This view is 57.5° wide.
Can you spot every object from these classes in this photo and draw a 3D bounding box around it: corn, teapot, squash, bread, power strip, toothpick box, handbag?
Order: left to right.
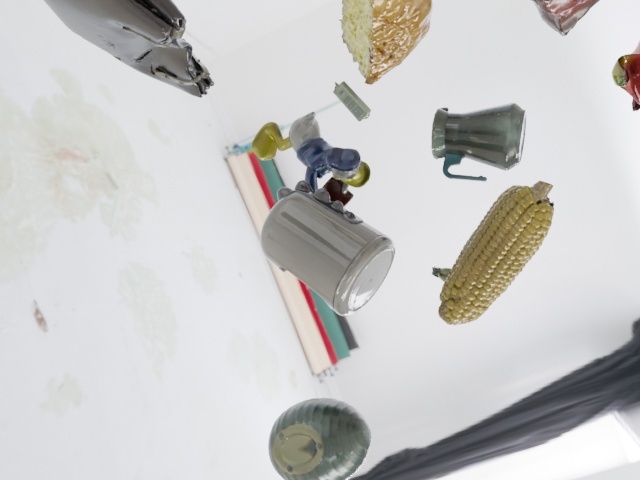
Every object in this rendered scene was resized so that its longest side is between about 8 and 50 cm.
[{"bbox_3d":[-0.300,-0.360,0.899,0.288,0.152,0.342,40,176,2],"label":"handbag"},{"bbox_3d":[0.000,0.000,1.365,0.316,0.229,0.229,35,179,24],"label":"toothpick box"},{"bbox_3d":[0.053,-0.241,1.005,0.083,0.027,0.017,45,-138,-7],"label":"power strip"},{"bbox_3d":[0.104,-0.381,0.935,0.143,0.139,0.229,57,169,22],"label":"bread"},{"bbox_3d":[0.357,0.095,1.403,0.052,0.183,0.052,13,-90,-75],"label":"squash"},{"bbox_3d":[0.405,-0.255,1.508,0.171,0.225,0.203,14,-96,-67],"label":"teapot"},{"bbox_3d":[0.331,0.026,1.101,0.119,0.322,0.119,28,-165,-8],"label":"corn"}]

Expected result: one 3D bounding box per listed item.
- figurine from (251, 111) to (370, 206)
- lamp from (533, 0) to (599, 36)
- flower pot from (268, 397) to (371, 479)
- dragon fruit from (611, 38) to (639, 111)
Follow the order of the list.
[{"bbox_3d":[0.000,-0.183,1.490,0.338,0.204,0.284,17,129,62],"label":"figurine"},{"bbox_3d":[0.181,-0.214,0.234,0.151,0.214,0.224,-7,-78,-66],"label":"lamp"},{"bbox_3d":[-0.006,0.448,1.291,0.157,0.243,0.190,7,-117,-56],"label":"flower pot"},{"bbox_3d":[0.711,-0.306,1.104,0.305,0.226,0.305,42,170,9],"label":"dragon fruit"}]
